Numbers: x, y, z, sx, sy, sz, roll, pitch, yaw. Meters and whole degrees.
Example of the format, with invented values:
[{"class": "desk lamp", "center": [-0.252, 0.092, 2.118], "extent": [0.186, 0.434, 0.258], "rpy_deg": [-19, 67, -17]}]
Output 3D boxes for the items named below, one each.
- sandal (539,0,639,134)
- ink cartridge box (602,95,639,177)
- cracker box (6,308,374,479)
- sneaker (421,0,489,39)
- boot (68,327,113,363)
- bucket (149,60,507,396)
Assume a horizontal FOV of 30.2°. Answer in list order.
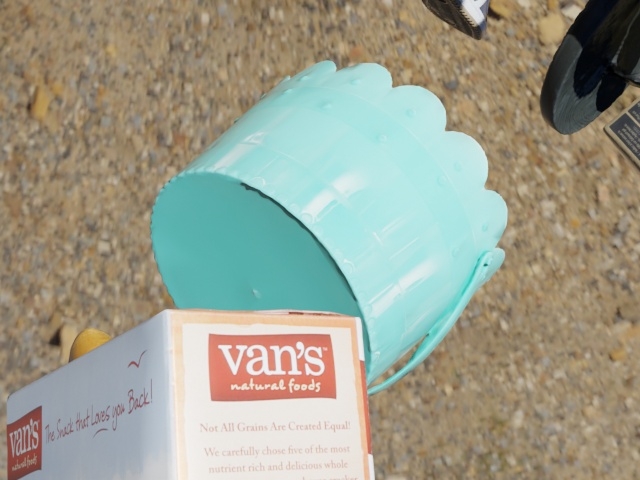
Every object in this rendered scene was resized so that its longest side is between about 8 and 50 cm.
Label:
[{"class": "sandal", "center": [0.379, -0.253, 1.078], "extent": [0.446, 0.107, 0.167], "rpy_deg": [-46, 152, 13]}, {"class": "ink cartridge box", "center": [0.437, -0.038, 1.311], "extent": [0.088, 0.193, 0.234], "rpy_deg": [-40, 121, 13]}, {"class": "cracker box", "center": [-0.043, 0.148, 0.360], "extent": [0.067, 0.232, 0.155], "rpy_deg": [3, 164, -30]}, {"class": "sneaker", "center": [0.198, -0.379, 1.571], "extent": [0.099, 0.282, 0.153], "rpy_deg": [33, 90, 24]}, {"class": "boot", "center": [-0.142, 0.132, 0.823], "extent": [0.104, 0.211, 0.295], "rpy_deg": [-15, 137, -14]}, {"class": "bucket", "center": [0.000, 0.000, 1.033], "extent": [0.281, 0.183, 0.281], "rpy_deg": [27, 138, 27]}]
